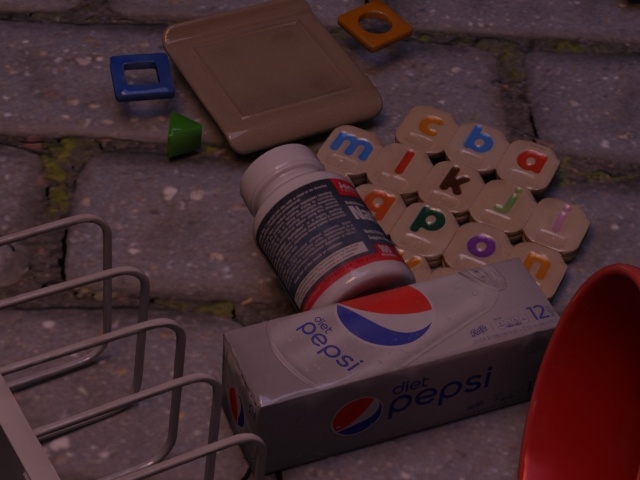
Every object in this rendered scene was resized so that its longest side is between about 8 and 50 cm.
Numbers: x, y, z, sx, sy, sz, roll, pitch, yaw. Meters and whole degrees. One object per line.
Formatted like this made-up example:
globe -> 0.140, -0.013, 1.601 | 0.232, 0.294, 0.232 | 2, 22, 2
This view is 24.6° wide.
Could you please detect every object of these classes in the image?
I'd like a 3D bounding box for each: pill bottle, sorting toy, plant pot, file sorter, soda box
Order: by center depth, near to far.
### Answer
plant pot -> 0.308, 0.173, 1.120 | 0.243, 0.275, 0.275 | 13, 43, -8
file sorter -> -0.186, 0.139, 1.140 | 0.173, 0.193, 0.278 | -18, 49, -26
soda box -> 0.061, 0.106, 1.266 | 0.286, 0.098, 0.091 | -14, 47, -18
pill bottle -> 0.000, 0.000, 1.339 | 0.108, 0.108, 0.180 | -18, 55, -23
sorting toy -> -0.053, -0.174, 1.584 | 0.347, 0.047, 0.196 | -17, 53, -22

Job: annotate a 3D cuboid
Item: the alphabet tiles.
alphabet tiles -> 0.117, -0.027, 1.463 | 0.284, 0.021, 0.278 | 21, 48, 15
